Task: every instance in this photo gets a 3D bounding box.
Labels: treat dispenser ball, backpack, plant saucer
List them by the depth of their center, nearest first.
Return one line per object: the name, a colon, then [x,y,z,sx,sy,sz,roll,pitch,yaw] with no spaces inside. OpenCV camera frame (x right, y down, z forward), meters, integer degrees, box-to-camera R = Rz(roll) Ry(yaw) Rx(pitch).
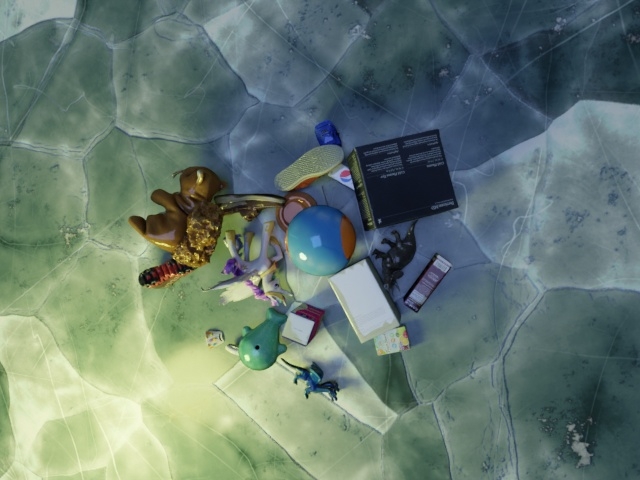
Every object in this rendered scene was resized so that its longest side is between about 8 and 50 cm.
treat dispenser ball: [0.000,0.000,1.665,0.288,0.288,0.288,0,92,11]
backpack: [0.031,-0.447,1.744,0.098,0.101,0.120,-20,84,5]
plant saucer: [-0.106,-0.118,1.811,0.200,0.037,0.200,0,91,11]

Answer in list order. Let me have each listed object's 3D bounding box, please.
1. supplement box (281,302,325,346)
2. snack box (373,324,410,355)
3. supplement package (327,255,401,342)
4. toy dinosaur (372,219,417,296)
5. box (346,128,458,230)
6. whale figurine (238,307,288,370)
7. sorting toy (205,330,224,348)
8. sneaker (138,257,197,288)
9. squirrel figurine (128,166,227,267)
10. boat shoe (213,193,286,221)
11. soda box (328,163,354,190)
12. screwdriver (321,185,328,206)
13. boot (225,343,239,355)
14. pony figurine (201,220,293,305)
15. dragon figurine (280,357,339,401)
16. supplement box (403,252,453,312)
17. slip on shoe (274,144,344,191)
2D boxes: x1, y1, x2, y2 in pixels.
supplement box: [-0.067,0.347,1.724,0.111,0.220,0.114,20,94,10]
snack box: [0.301,0.422,1.743,0.141,0.037,0.100,-14,88,12]
supplement package: [0.185,0.235,1.691,0.177,0.175,0.293,-28,86,12]
toy dinosaur: [0.321,0.057,1.706,0.160,0.121,0.313,35,85,-9]
box: [0.311,-0.227,1.606,0.343,0.179,0.313,-13,88,-7]
whale figurine: [-0.242,0.422,1.775,0.216,0.141,0.272,27,71,7]
sorting toy: [-0.490,0.456,1.909,0.075,0.045,0.083,-15,89,-8]
sneaker: [-0.692,0.149,1.910,0.276,0.135,0.098,-23,74,-12]
squirrel figurine: [-0.520,-0.108,1.708,0.397,0.281,0.370,39,92,28]
boat shoe: [-0.311,-0.143,1.817,0.342,0.123,0.123,1,99,16]
soda box: [0.144,-0.251,1.741,0.216,0.069,0.074,31,96,8]
screwdriver: [0.030,-0.158,1.796,0.024,0.025,0.170,-18,79,12]
boot: [-0.330,0.483,1.865,0.190,0.069,0.086,19,88,2]
pony figurine: [-0.310,0.129,1.766,0.351,0.303,0.364,-12,74,3]
dragon figurine: [-0.039,0.589,1.792,0.144,0.085,0.289,-39,85,10]
supplement box: [0.430,0.169,1.663,0.073,0.130,0.239,36,99,8]
slip on shoe: [-0.042,-0.301,1.742,0.331,0.101,0.123,-27,75,22]
